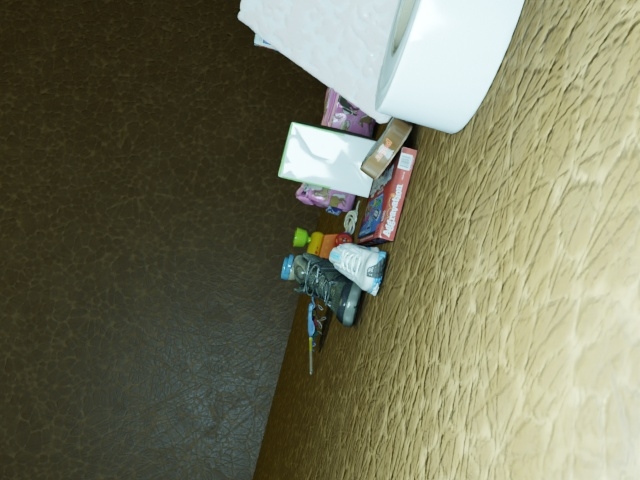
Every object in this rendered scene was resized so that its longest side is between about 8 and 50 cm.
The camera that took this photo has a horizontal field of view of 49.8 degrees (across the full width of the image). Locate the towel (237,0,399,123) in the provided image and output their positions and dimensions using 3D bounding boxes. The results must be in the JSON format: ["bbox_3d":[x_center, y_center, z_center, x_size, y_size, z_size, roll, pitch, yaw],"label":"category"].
[{"bbox_3d":[0.044,-0.381,1.023,0.053,0.317,0.331,-48,-9,-41],"label":"towel"}]

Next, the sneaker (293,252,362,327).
[{"bbox_3d":[0.010,0.087,1.240,0.227,0.130,0.087,-94,18,-74],"label":"sneaker"}]

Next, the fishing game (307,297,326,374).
[{"bbox_3d":[-0.007,0.180,1.705,0.264,0.041,0.189,-85,-3,-51],"label":"fishing game"}]

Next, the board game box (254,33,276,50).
[{"bbox_3d":[0.066,-0.434,1.142,0.308,0.302,0.086,109,175,-46],"label":"board game box"}]

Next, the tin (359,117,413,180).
[{"bbox_3d":[0.109,-0.158,1.133,0.106,0.040,0.189,-51,3,16],"label":"tin"}]

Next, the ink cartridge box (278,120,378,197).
[{"bbox_3d":[0.024,-0.190,1.536,0.353,0.207,0.119,-97,20,-79],"label":"ink cartridge box"}]

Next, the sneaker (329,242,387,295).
[{"bbox_3d":[0.055,0.039,1.101,0.191,0.083,0.071,-141,68,-85],"label":"sneaker"}]

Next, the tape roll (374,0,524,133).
[{"bbox_3d":[0.149,-0.271,0.792,0.286,0.100,0.286,-166,90,-86],"label":"tape roll"}]

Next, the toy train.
[{"bbox_3d":[0.000,0.000,1.633,0.105,0.143,0.248,115,170,-68],"label":"toy train"}]

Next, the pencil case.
[{"bbox_3d":[0.056,-0.266,1.784,0.167,0.160,0.386,-87,13,-77],"label":"pencil case"}]

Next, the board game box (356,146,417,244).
[{"bbox_3d":[0.107,-0.065,1.176,0.281,0.027,0.145,146,141,-85],"label":"board game box"}]
